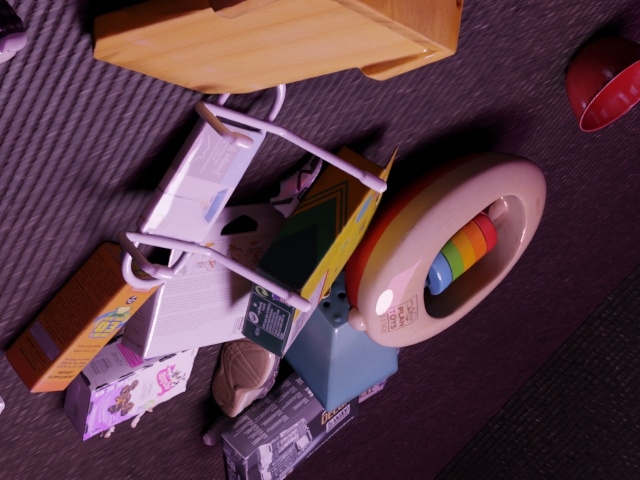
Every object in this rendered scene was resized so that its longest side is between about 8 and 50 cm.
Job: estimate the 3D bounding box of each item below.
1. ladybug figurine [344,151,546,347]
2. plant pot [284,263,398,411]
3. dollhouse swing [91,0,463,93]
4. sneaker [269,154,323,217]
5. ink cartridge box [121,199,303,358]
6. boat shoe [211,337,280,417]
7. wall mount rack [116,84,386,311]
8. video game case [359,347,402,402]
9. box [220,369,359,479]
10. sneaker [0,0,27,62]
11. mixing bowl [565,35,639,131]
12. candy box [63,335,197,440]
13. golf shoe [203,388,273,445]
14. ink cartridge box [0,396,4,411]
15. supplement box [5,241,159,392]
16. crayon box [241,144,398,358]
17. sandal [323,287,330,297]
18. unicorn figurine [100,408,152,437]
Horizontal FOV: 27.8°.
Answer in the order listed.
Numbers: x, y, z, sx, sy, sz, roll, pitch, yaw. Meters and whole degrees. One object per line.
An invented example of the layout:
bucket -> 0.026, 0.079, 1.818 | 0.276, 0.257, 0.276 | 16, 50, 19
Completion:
ladybug figurine -> 0.198, 0.002, 2.204 | 0.449, 0.162, 0.305 | -35, 140, -27
plant pot -> 0.038, 0.160, 2.352 | 0.165, 0.165, 0.234 | -29, 151, -20
dollhouse swing -> -0.044, -0.325, 1.395 | 0.347, 0.305, 0.315 | 8, 89, -60
sneaker -> -0.035, -0.088, 1.904 | 0.109, 0.044, 0.040 | -56, -177, 1
ink cartridge box -> -0.161, 0.045, 1.956 | 0.275, 0.060, 0.239 | -8, 119, -51
boat shoe -> -0.121, 0.226, 2.324 | 0.092, 0.103, 0.285 | -30, 161, -32
wall mount rack -> -0.092, -0.043, 1.685 | 0.304, 0.130, 0.350 | 13, 115, -50
video game case -> 0.053, 0.323, 2.855 | 0.275, 0.035, 0.248 | -27, 156, -24
box -> -0.053, 0.355, 2.506 | 0.307, 0.076, 0.242 | -38, 155, -24
sneaker -> -0.399, -0.175, 1.113 | 0.292, 0.110, 0.118 | -7, 152, -38
mixing bowl -> 0.490, -0.285, 2.224 | 0.181, 0.098, 0.181 | -30, 157, -15
candy box -> -0.302, 0.216, 2.058 | 0.196, 0.070, 0.165 | -24, 154, -29
golf shoe -> -0.148, 0.371, 2.581 | 0.176, 0.086, 0.069 | -32, 159, -10
ink cartridge box -> -0.526, 0.248, 1.803 | 0.135, 0.056, 0.099 | -8, 145, -50
supplement box -> -0.330, 0.108, 1.794 | 0.233, 0.080, 0.078 | -48, 157, 17
crayon box -> 0.000, 0.000, 1.966 | 0.318, 0.081, 0.202 | -54, 169, -33
sandal -> -0.009, 0.059, 2.178 | 0.088, 0.079, 0.240 | -7, 143, -51
unicorn figurine -> -0.343, 0.289, 2.175 | 0.162, 0.060, 0.111 | -41, 164, -39
